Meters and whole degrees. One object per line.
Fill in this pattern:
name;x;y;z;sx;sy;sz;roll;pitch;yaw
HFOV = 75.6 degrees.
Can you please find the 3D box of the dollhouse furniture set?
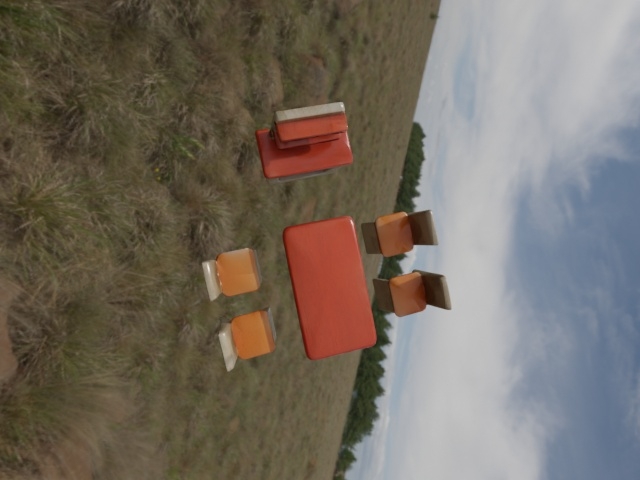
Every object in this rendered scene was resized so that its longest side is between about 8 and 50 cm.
dollhouse furniture set;0.000;0.000;0.457;0.135;0.262;0.258;180;-102;-79
